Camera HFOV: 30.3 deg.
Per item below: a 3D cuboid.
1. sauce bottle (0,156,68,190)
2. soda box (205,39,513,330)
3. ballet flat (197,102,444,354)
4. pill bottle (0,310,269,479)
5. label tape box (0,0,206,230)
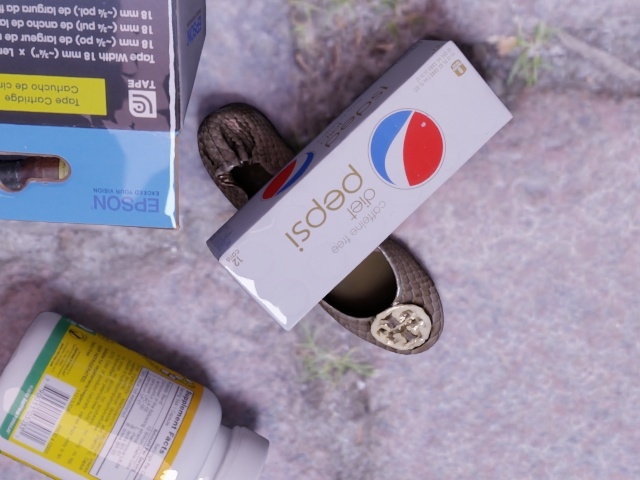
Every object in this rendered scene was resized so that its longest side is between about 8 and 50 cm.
[{"bbox_3d":[-0.187,-0.050,0.889,0.128,0.042,0.042,-1,113,8],"label":"sauce bottle"},{"bbox_3d":[0.025,-0.042,0.820,0.216,0.069,0.074,-43,106,-2],"label":"soda box"},{"bbox_3d":[0.000,0.000,0.884,0.084,0.058,0.250,-37,105,18],"label":"ballet flat"},{"bbox_3d":[-0.151,0.150,0.929,0.208,0.117,0.117,28,113,-6],"label":"pill bottle"},{"bbox_3d":[-0.204,-0.185,0.797,0.241,0.106,0.333,4,114,4],"label":"label tape box"}]
